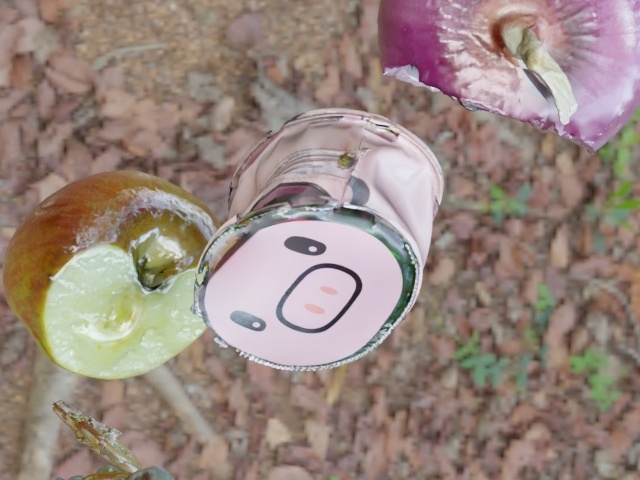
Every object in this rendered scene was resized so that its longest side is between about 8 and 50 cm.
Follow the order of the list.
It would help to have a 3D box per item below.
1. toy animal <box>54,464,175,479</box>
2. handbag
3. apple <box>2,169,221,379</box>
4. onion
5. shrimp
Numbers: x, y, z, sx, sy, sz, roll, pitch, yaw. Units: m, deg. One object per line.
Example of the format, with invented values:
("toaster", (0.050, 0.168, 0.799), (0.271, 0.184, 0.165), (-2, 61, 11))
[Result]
("toy animal", (-0.206, 0.311, 1.675), (0.127, 0.251, 0.125), (-1, 81, -46))
("handbag", (0.000, 0.001, 1.200), (0.179, 0.205, 0.116), (23, 44, -17))
("apple", (-0.181, 0.022, 1.331), (0.195, 0.173, 0.160), (8, 49, -32))
("onion", (0.155, -0.174, 1.138), (0.200, 0.207, 0.200), (-31, 131, -46))
("shrimp", (-0.316, 0.276, 2.082), (0.045, 0.162, 0.095), (-55, 172, 8))
